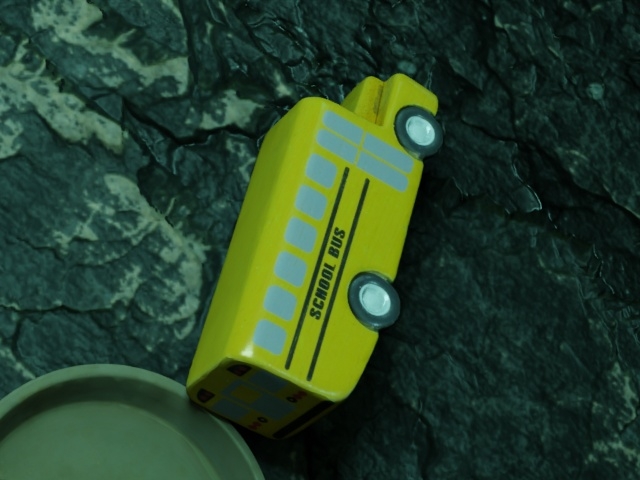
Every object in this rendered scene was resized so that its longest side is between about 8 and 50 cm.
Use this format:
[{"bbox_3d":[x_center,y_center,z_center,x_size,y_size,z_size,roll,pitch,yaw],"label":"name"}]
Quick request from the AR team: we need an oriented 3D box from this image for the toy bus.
[{"bbox_3d":[0.000,0.000,1.580,0.130,0.108,0.333,27,55,-17],"label":"toy bus"}]

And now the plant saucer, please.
[{"bbox_3d":[-0.164,0.234,1.469,0.278,0.041,0.278,10,68,-25],"label":"plant saucer"}]
